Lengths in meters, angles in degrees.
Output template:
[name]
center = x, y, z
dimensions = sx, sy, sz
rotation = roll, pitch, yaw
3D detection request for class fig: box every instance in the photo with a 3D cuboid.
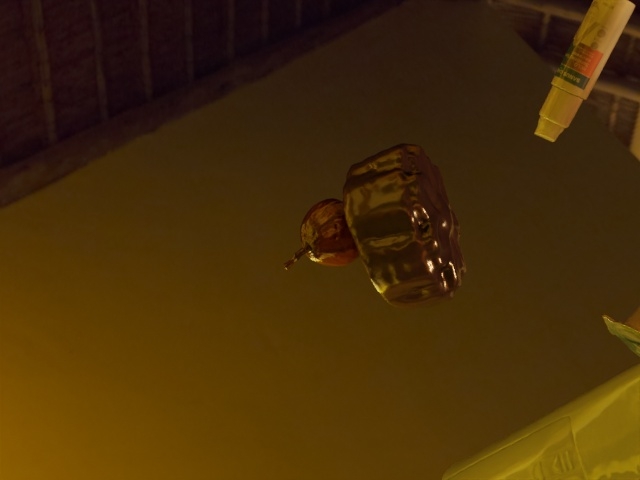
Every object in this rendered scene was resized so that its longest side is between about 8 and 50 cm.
[fig]
center = 0.008, -0.012, 1.613
dimensions = 0.150, 0.128, 0.128
rotation = -1, -56, 3

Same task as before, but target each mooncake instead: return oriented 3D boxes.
[mooncake]
center = 0.155, -0.024, 1.500
dimensions = 0.141, 0.283, 0.283
rotation = -19, -53, 22

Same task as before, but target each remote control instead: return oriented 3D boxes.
[remote control]
center = 0.187, 0.155, 0.618
dimensions = 0.051, 0.103, 0.293
rotation = 17, -42, -33

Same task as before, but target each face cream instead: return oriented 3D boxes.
[face cream]
center = 0.219, -0.144, 0.754
dimensions = 0.034, 0.034, 0.130
rotation = 18, -72, -22

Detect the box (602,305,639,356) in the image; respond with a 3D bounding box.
[box]
center = 0.673, 0.142, 1.552
dimensions = 0.262, 0.291, 0.206
rotation = 38, -93, -7
